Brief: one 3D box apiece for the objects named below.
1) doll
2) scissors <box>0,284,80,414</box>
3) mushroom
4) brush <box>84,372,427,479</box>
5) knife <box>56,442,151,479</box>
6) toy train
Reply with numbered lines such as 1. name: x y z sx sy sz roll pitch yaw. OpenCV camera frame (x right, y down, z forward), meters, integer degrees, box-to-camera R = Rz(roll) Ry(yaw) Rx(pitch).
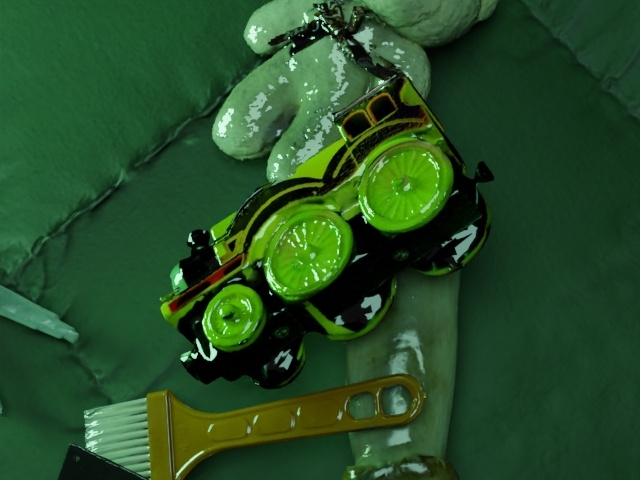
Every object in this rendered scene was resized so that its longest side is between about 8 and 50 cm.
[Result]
1. doll: 0.022 -0.168 1.519 0.175 0.149 0.278 36 89 -2
2. scissors: -0.380 0.002 1.562 0.383 0.029 0.256 37 80 16
3. mushroom: 0.071 0.081 1.470 0.100 0.081 0.312 1 70 5
4. brush: -0.059 0.155 1.445 0.314 0.017 0.090 -12 72 20
5. knife: -0.108 0.246 1.454 0.245 0.019 0.072 24 115 5
6. toy train: 0.000 0.000 1.432 0.296 0.100 0.161 -34 52 7
